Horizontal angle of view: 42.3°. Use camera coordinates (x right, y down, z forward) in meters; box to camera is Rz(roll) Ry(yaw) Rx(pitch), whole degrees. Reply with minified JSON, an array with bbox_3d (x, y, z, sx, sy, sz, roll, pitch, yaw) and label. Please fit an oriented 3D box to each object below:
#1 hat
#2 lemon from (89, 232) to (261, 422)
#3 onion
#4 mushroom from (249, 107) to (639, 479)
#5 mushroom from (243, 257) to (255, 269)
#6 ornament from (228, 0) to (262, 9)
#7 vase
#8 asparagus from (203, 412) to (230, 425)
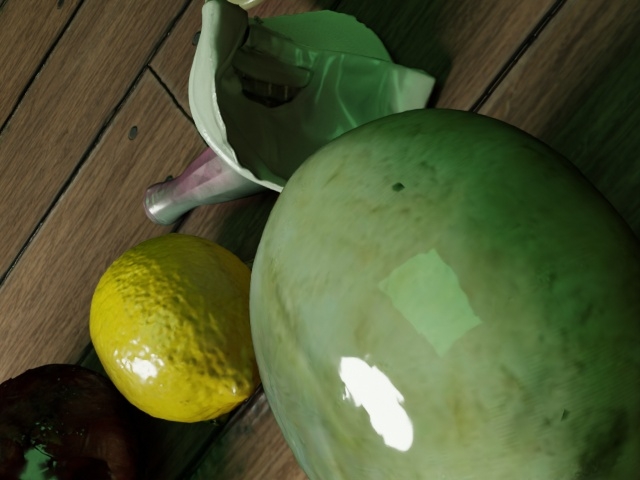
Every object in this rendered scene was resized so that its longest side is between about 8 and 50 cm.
[{"bbox_3d":[-0.053,-0.174,0.887,0.168,0.257,0.301,-62,34,22],"label":"hat"},{"bbox_3d":[-0.146,0.090,0.883,0.256,0.188,0.188,40,102,45],"label":"lemon"},{"bbox_3d":[-0.330,0.260,0.958,0.252,0.219,0.252,-12,64,27],"label":"onion"},{"bbox_3d":[0.100,0.079,0.604,0.352,0.260,0.352,47,148,42],"label":"mushroom"},{"bbox_3d":[0.003,-0.003,0.902,0.286,0.028,0.026,-16,107,37],"label":"mushroom"},{"bbox_3d":[-0.024,-0.374,1.024,0.230,0.061,0.245,29,91,44],"label":"ornament"},{"bbox_3d":[-0.130,-0.075,1.002,0.214,0.086,0.086,-21,62,39],"label":"vase"},{"bbox_3d":[-0.167,0.177,0.975,0.165,0.030,0.036,19,112,41],"label":"asparagus"}]
